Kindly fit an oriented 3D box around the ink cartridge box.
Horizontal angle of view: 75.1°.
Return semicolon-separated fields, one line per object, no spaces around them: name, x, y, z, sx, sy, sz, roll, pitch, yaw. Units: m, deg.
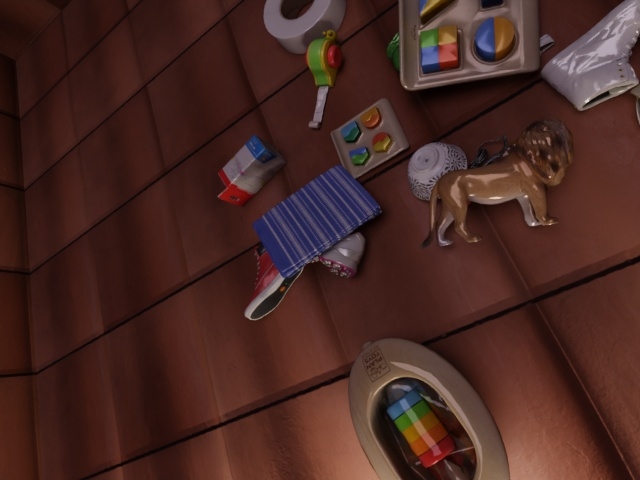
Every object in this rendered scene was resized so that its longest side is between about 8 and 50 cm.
ink cartridge box;-0.245;-0.229;1.407;0.231;0.134;0.078;-42;63;14

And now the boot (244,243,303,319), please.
boot;-0.187;0.117;1.331;0.176;0.088;0.244;40;93;31

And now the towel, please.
towel;-0.020;-0.063;1.213;0.336;0.040;0.243;-35;53;-2

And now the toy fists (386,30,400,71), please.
toy fists;0.323;-0.602;1.197;0.279;0.096;0.142;-47;65;11

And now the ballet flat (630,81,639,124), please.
ballet flat;0.750;-0.249;0.899;0.086;0.086;0.248;-20;68;24

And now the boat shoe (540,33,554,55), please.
boat shoe;0.555;-0.488;1.078;0.100;0.035;0.035;-34;62;11

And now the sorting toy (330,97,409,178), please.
sorting toy;0.142;-0.311;1.265;0.208;0.038;0.192;-27;67;21

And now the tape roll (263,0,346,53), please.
tape roll;-0.056;-0.807;1.451;0.287;0.100;0.285;-7;75;28

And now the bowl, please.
bowl;0.294;-0.201;1.110;0.170;0.080;0.170;-19;59;34

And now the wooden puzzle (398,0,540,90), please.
wooden puzzle;0.379;-0.577;1.079;0.348;0.080;0.321;-1;87;18

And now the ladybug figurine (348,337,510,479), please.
ladybug figurine;0.244;0.427;0.972;0.305;0.162;0.449;-40;64;17

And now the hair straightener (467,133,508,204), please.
hair straightener;0.398;-0.182;1.086;0.089;0.047;0.230;42;106;30

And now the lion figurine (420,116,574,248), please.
lion figurine;0.406;-0.131;0.993;0.393;0.142;0.240;-15;89;10

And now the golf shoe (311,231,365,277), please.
golf shoe;0.000;0.000;1.250;0.306;0.115;0.140;24;76;29

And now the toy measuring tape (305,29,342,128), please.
toy measuring tape;-0.005;-0.539;1.356;0.122;0.121;0.329;11;84;31

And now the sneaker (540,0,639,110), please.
sneaker;0.693;-0.430;0.954;0.293;0.108;0.169;-40;64;27
